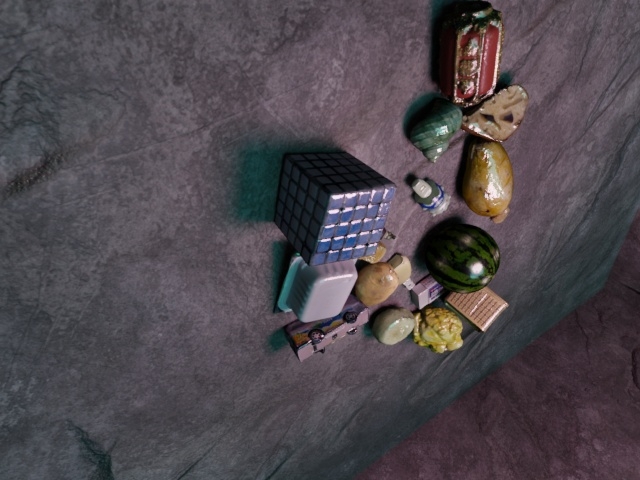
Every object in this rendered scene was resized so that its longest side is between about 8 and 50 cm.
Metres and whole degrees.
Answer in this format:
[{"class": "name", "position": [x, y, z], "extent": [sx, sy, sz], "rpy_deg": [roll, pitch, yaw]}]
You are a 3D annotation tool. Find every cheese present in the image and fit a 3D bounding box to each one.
[{"class": "cheese", "position": [0.339, 0.148, 1.780], "extent": [0.127, 0.054, 0.251], "rpy_deg": [-43, 138, 5]}]

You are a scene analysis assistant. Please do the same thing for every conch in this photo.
[{"class": "conch", "position": [0.369, -0.350, 1.358], "extent": [0.188, 0.122, 0.176], "rpy_deg": [-57, 161, 20]}]

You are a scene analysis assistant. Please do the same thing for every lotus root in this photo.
[{"class": "lotus root", "position": [0.596, -0.418, 1.462], "extent": [0.260, 0.074, 0.170], "rpy_deg": [-42, 107, -8]}]

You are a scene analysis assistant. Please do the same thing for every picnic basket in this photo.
[{"class": "picnic basket", "position": [0.708, 0.284, 1.986], "extent": [0.175, 0.228, 0.313], "rpy_deg": [-49, 161, 0]}]

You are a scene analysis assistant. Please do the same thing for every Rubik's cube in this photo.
[{"class": "Rubik's cube", "position": [0.034, -0.097, 1.212], "extent": [0.237, 0.238, 0.237], "rpy_deg": [-8, 128, -34]}]

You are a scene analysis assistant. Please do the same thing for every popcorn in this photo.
[{"class": "popcorn", "position": [0.537, 0.414, 2.023], "extent": [0.255, 0.195, 0.256], "rpy_deg": [44, 130, -10]}]

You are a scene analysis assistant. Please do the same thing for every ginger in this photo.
[{"class": "ginger", "position": [0.746, -0.149, 1.853], "extent": [0.149, 0.065, 0.259], "rpy_deg": [-26, 142, -1]}]

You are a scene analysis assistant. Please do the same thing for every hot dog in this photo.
[{"class": "hot dog", "position": [0.133, 0.018, 1.502], "extent": [0.242, 0.073, 0.084], "rpy_deg": [15, 116, -43]}]

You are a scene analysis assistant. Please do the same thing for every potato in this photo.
[{"class": "potato", "position": [0.213, 0.162, 1.640], "extent": [0.161, 0.128, 0.235], "rpy_deg": [2, 137, 5]}]

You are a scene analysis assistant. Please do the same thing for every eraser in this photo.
[{"class": "eraser", "position": [0.510, 0.209, 1.948], "extent": [0.210, 0.068, 0.124], "rpy_deg": [-32, 140, -12]}]

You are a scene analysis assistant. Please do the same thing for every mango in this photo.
[{"class": "mango", "position": [0.625, -0.242, 1.619], "extent": [0.176, 0.175, 0.329], "rpy_deg": [-36, 122, -44]}]

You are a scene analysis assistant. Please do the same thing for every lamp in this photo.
[{"class": "lamp", "position": [0.425, -0.527, 1.228], "extent": [0.177, 0.177, 0.274], "rpy_deg": [-29, 134, -16]}]

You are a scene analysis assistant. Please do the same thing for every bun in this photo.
[{"class": "bun", "position": [0.314, 0.363, 1.885], "extent": [0.195, 0.118, 0.195], "rpy_deg": [-17, 133, -19]}]

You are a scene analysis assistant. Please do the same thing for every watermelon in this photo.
[{"class": "watermelon", "position": [0.577, 0.073, 1.745], "extent": [0.285, 0.285, 0.285], "rpy_deg": [-20, 133, -24]}]

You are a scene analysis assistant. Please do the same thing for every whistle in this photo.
[{"class": "whistle", "position": [0.401, -0.157, 1.553], "extent": [0.110, 0.092, 0.244], "rpy_deg": [-49, 139, 12]}]

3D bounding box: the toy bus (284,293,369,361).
[{"class": "toy bus", "position": [0.027, 0.319, 1.622], "extent": [0.317, 0.138, 0.112], "rpy_deg": [-26, 140, -20]}]

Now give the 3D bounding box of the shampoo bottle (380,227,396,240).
[{"class": "shampoo bottle", "position": [0.186, -0.037, 1.506], "extent": [0.207, 0.063, 0.057], "rpy_deg": [17, 113, -43]}]

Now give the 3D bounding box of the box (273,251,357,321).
[{"class": "box", "position": [0.007, 0.161, 1.441], "extent": [0.264, 0.106, 0.337], "rpy_deg": [-7, 138, -26]}]

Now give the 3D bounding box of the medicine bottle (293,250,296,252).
[{"class": "medicine bottle", "position": [0.000, 0.000, 1.404], "extent": [0.191, 0.051, 0.051], "rpy_deg": [-37, 137, -7]}]
